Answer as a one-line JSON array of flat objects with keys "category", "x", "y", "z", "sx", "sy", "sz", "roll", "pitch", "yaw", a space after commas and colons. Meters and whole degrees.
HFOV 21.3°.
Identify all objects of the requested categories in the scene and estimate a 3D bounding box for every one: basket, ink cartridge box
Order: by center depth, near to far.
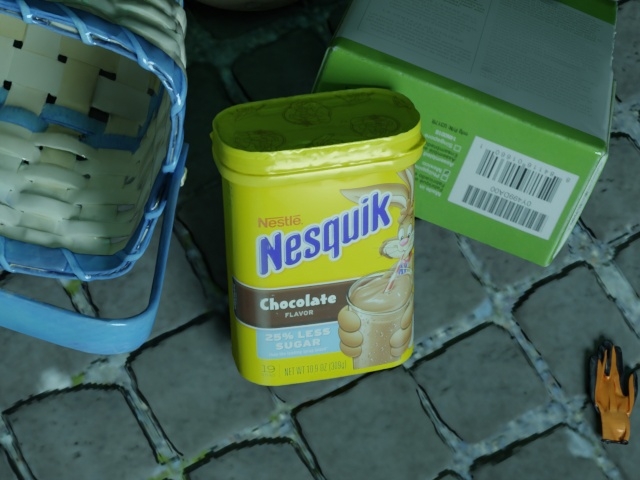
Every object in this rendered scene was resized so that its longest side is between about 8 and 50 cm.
[{"category": "basket", "x": -0.195, "y": -0.059, "z": 1.016, "sx": 0.254, "sy": 0.201, "sz": 0.289, "roll": 18, "pitch": 34, "yaw": -2}, {"category": "ink cartridge box", "x": 0.103, "y": -0.115, "z": 1.180, "sx": 0.188, "sy": 0.097, "sz": 0.255, "roll": 22, "pitch": 32, "yaw": 0}]

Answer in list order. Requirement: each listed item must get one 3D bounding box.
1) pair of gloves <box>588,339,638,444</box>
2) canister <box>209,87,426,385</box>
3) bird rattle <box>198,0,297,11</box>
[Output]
[{"category": "pair of gloves", "x": 0.220, "y": 0.104, "z": 1.143, "sx": 0.083, "sy": 0.010, "sz": 0.074, "roll": 6, "pitch": 64, "yaw": -11}, {"category": "canister", "x": 0.000, "y": 0.000, "z": 1.059, "sx": 0.126, "sy": 0.170, "sz": 0.073, "roll": -8, "pitch": 31, "yaw": -12}, {"category": "bird rattle", "x": -0.053, "y": -0.262, "z": 1.219, "sx": 0.253, "sy": 0.143, "sz": 0.207, "roll": 0, "pitch": 78, "yaw": -25}]
